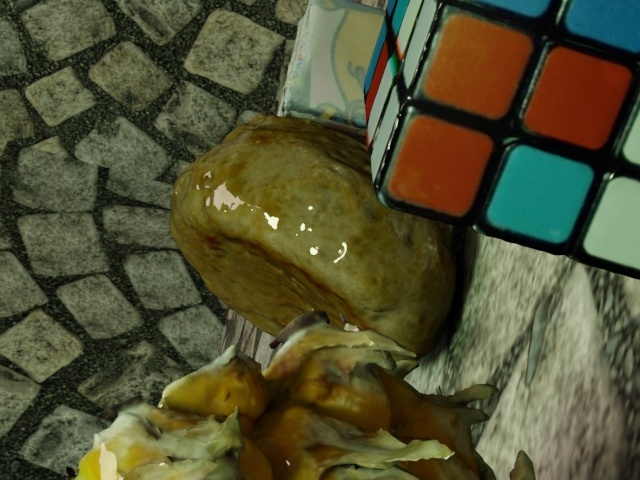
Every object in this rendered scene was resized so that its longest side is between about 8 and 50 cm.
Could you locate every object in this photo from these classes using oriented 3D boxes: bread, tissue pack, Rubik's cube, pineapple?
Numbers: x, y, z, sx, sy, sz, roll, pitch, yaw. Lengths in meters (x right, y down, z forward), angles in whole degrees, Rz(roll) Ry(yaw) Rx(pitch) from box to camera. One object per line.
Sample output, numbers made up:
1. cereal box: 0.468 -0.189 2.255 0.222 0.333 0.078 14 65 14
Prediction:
1. bread: 0.000 0.000 0.927 0.123 0.230 0.230 -57 1 -20
2. tissue pack: 0.050 -0.116 0.978 0.065 0.155 0.116 123 161 -60
3. Rubik's cube: 0.111 -0.088 0.493 0.151 0.154 0.155 -92 19 -66
4. pineapple: 0.054 0.205 0.495 0.209 0.286 0.344 -29 -26 -26
